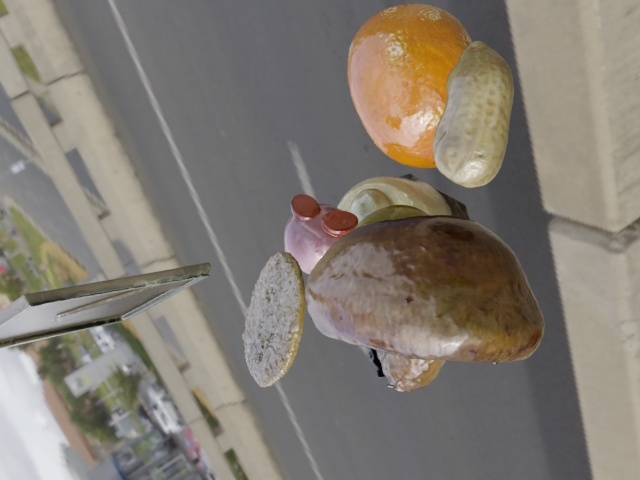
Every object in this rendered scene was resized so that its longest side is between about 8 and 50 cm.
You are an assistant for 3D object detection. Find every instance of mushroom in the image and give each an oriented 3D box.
[{"bbox_3d":[0.114,0.070,1.026,0.283,0.263,0.195,131,139,-64],"label":"mushroom"}]

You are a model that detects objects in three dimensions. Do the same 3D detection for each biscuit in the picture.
[{"bbox_3d":[-0.075,0.124,1.391,0.220,0.033,0.220,-39,45,53],"label":"biscuit"}]

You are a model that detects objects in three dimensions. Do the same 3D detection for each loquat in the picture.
[{"bbox_3d":[0.150,0.007,1.653,0.152,0.195,0.152,-17,-90,-79],"label":"loquat"}]

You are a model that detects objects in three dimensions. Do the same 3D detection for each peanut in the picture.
[{"bbox_3d":[0.259,-0.215,1.479,0.137,0.122,0.253,-175,95,-78],"label":"peanut"}]

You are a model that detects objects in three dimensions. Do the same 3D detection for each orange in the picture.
[{"bbox_3d":[0.258,-0.389,2.182,0.424,0.326,0.424,48,-150,-40],"label":"orange"}]

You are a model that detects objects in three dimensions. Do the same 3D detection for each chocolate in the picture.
[{"bbox_3d":[0.194,-0.013,2.317,0.326,0.314,0.297,33,-168,12],"label":"chocolate"}]

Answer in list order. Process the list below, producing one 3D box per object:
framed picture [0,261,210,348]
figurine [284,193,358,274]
[{"bbox_3d":[-0.334,0.098,1.232,0.232,0.315,0.024,-27,78,36],"label":"framed picture"},{"bbox_3d":[0.000,0.000,1.962,0.173,0.173,0.173,52,163,23],"label":"figurine"}]
